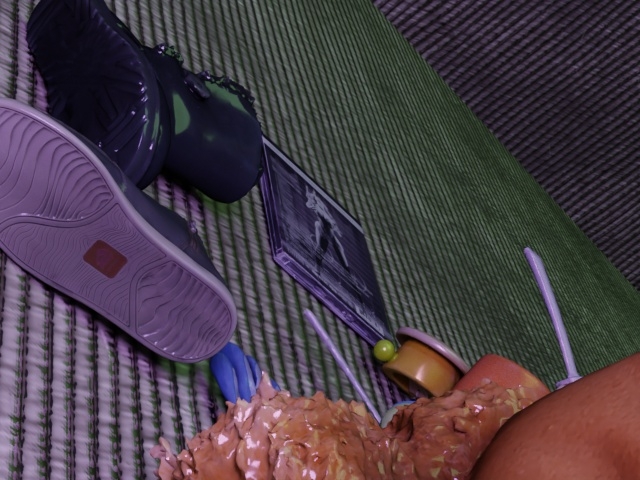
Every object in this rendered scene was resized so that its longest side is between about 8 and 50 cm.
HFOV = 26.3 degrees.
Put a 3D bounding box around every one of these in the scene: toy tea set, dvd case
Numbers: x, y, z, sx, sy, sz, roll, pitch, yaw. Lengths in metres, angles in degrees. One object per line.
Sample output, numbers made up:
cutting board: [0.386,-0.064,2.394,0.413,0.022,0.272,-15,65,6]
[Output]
toy tea set: [0.176,0.223,1.263,0.336,0.124,0.200,43,-17,-23]
dvd case: [0.000,0.000,1.363,0.164,0.018,0.221,42,20,-30]

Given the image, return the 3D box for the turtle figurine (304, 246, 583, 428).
turtle figurine: [0.143,0.168,1.059,0.266,0.198,0.274,55,10,-28]

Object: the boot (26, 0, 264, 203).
boot: [-0.116,-0.086,1.082,0.207,0.094,0.246,33,19,-41]

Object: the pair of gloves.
pair of gloves: [-0.011,0.160,0.982,0.198,0.023,0.159,46,15,-35]

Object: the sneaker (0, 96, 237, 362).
sneaker: [-0.151,-0.016,0.901,0.222,0.083,0.118,47,5,-24]

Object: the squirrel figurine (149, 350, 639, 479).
squirrel figurine: [0.083,0.221,0.693,0.370,0.397,0.281,-31,124,-38]
